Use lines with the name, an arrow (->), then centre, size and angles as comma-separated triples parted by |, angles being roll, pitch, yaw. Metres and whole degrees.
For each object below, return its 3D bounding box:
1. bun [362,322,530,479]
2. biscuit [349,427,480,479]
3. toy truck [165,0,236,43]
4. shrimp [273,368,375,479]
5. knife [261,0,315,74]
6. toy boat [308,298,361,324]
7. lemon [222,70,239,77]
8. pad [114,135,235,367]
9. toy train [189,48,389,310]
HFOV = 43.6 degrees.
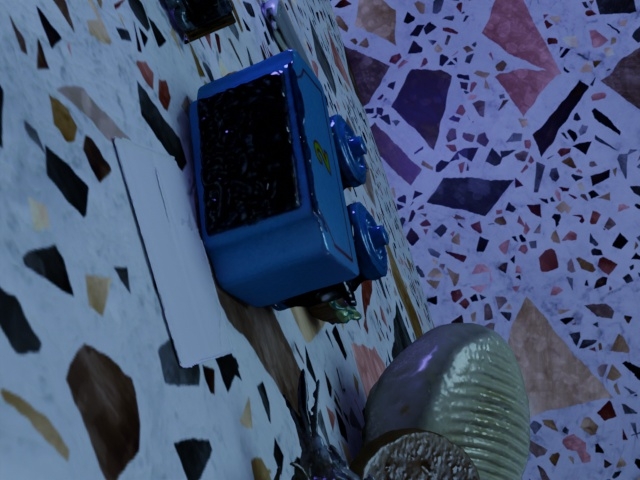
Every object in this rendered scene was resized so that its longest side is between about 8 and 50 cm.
bun -> 0.197, 0.313, 1.331 | 0.365, 0.219, 0.365 | 4, 85, -47
biscuit -> 0.129, 0.384, 1.078 | 0.273, 0.049, 0.257 | 17, 66, -40
toy truck -> -0.183, -0.372, 1.073 | 0.115, 0.080, 0.177 | -101, 168, -58
shrimp -> 0.026, 0.298, 0.738 | 0.137, 0.172, 0.372 | 23, 55, -68
knife -> -0.070, -0.446, 1.851 | 0.265, 0.041, 0.073 | 56, 29, -53
toy boat -> -0.011, 0.000, 1.252 | 0.108, 0.099, 0.293 | -79, 155, -71
lemon -> -0.116, -0.214, 1.171 | 0.092, 0.065, 0.065 | 36, 37, -68
pad -> -0.145, 0.011, 0.811 | 0.156, 0.004, 0.232 | 7, 64, -77
toy train -> -0.040, -0.059, 1.004 | 0.265, 0.188, 0.300 | 42, 34, -59
